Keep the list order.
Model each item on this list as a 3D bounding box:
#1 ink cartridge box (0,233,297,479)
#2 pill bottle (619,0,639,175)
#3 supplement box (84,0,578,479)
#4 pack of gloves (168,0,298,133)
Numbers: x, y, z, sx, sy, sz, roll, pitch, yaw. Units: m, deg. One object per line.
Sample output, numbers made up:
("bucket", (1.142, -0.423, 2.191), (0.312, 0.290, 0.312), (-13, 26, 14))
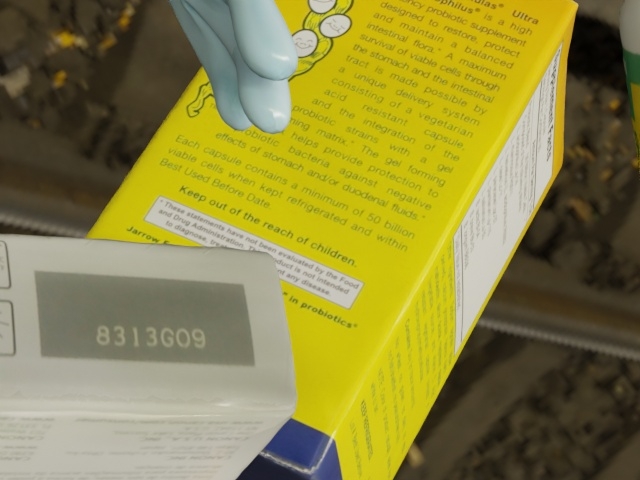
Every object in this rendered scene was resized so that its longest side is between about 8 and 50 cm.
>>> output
("ink cartridge box", (-0.224, 0.120, 0.837), (0.308, 0.091, 0.385), (4, 150, -25))
("pill bottle", (0.162, 0.017, 0.520), (0.117, 0.117, 0.208), (-16, 105, -19))
("supplement box", (0.000, 0.000, 1.081), (0.356, 0.195, 0.194), (-59, 161, -25))
("pack of gloves", (-0.068, -0.142, 0.394), (0.046, 0.232, 0.195), (-22, 147, -17))
